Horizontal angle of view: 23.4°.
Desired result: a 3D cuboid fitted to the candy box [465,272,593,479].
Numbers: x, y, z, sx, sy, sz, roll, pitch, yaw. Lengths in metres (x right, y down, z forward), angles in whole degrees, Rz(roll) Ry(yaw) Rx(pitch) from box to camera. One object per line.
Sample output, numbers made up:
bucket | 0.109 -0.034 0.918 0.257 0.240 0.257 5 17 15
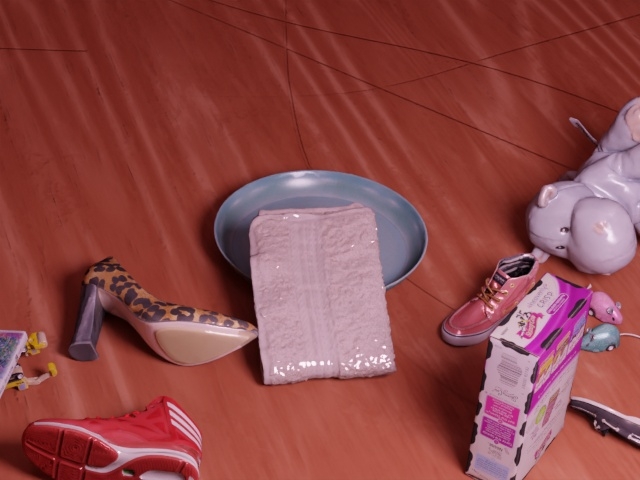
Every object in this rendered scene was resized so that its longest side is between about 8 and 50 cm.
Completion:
candy box | 0.258 0.178 1.924 0.071 0.233 0.159 23 40 24

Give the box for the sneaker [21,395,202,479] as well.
sneaker | -0.253 0.247 1.928 0.221 0.087 0.128 17 28 -4

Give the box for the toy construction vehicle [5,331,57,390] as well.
toy construction vehicle | -0.405 0.163 2.052 0.098 0.035 0.086 -17 40 -13

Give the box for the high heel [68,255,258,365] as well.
high heel | -0.209 0.080 2.123 0.261 0.093 0.186 -2 42 6

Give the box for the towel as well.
towel | -0.001 0.069 2.137 0.187 0.049 0.282 -5 55 -5

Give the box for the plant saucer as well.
plant saucer | 0.000 0.000 2.300 0.317 0.044 0.317 2 37 -2

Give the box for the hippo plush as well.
hippo plush | 0.416 -0.078 2.285 0.236 0.234 0.294 -27 47 -36

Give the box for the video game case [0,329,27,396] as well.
video game case | -0.477 0.169 2.013 0.157 0.019 0.143 1 41 13

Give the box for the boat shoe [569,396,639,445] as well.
boat shoe | 0.380 0.239 2.019 0.125 0.038 0.046 20 -3 19

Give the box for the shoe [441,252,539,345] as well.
shoe | 0.240 0.080 2.182 0.178 0.081 0.063 -26 46 -34

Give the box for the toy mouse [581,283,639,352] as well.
toy mouse | 0.395 0.112 2.195 0.143 0.031 0.161 17 39 17
